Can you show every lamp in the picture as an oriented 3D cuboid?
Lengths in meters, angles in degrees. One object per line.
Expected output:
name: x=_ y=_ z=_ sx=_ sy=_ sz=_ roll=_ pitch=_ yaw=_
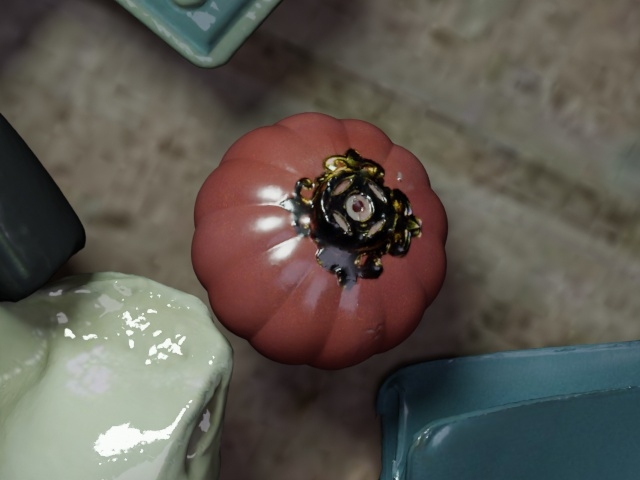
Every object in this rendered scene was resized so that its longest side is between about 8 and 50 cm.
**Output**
lamp: x=0.000 y=0.000 z=0.817 sx=0.107 sy=0.092 sz=0.107 roll=6 pitch=70 yaw=-17

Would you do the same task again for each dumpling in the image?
dumpling: x=-0.113 y=0.099 z=0.819 sx=0.134 sy=0.100 sz=0.169 roll=20 pitch=128 yaw=10

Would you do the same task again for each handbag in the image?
handbag: x=0.135 y=0.117 z=0.912 sx=0.221 sy=0.057 sz=0.144 roll=-8 pitch=115 yaw=-14

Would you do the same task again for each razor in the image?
razor: x=-0.153 y=-0.040 z=0.767 sx=0.054 sy=0.090 sz=0.148 roll=-48 pitch=112 yaw=-10

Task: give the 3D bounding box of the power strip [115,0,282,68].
power strip: x=-0.114 y=-0.144 z=0.769 sx=0.215 sy=0.061 sz=0.145 roll=40 pitch=100 yaw=-21
